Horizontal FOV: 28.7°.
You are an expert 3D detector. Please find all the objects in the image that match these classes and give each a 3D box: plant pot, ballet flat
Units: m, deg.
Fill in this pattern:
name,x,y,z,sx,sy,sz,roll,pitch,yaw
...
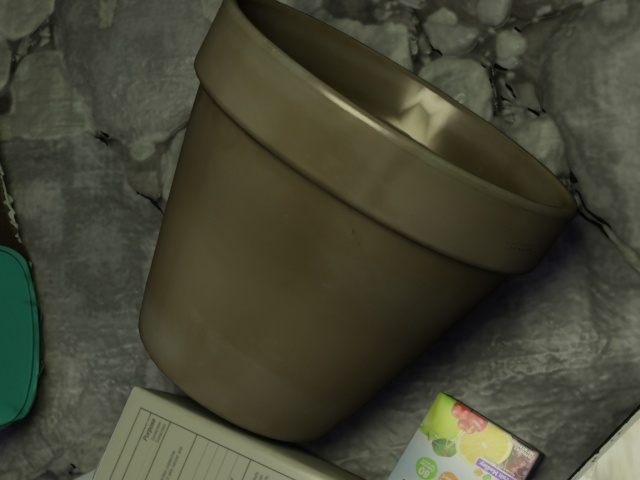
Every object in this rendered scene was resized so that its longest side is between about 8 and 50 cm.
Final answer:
name,x,y,z,sx,sy,sz,roll,pitch,yaw
plant pot,0.000,0.000,1.019,0.323,0.323,0.280,37,107,21
ballet flat,-0.364,0.009,1.218,0.147,0.147,0.409,-17,71,13

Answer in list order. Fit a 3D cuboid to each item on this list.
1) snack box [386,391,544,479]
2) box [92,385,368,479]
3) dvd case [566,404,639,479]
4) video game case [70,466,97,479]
name,x,y,z,sx,sy,sz,roll,pitch,yaw
snack box,0.110,0.214,1.054,0.100,0.037,0.141,31,89,22
box,-0.030,0.243,1.007,0.311,0.121,0.148,23,86,21
dvd case,0.288,0.232,1.003,0.253,0.022,0.180,-47,69,3
video game case,-0.155,0.360,1.105,0.300,0.036,0.329,-28,72,10
